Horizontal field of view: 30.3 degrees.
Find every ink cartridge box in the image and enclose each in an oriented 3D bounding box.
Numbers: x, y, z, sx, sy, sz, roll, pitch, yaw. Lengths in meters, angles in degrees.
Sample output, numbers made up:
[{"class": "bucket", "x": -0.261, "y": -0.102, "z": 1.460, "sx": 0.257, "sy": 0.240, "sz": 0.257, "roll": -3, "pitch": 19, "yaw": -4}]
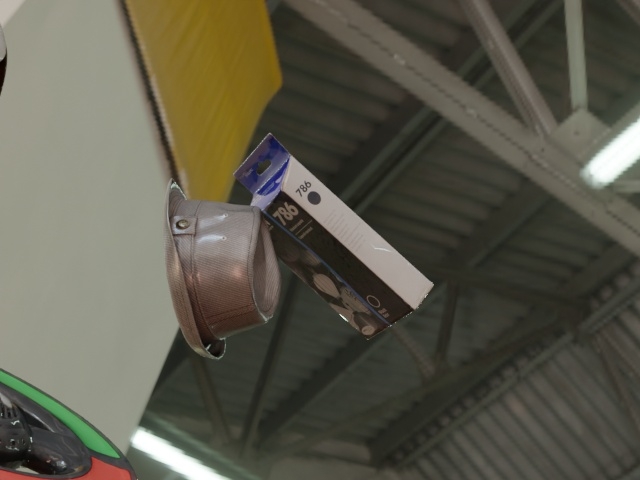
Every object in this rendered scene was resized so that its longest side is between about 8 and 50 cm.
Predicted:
[{"class": "ink cartridge box", "x": 0.000, "y": 0.000, "z": 1.770, "sx": 0.333, "sy": 0.065, "sz": 0.165, "roll": 43, "pitch": -31, "yaw": -3}]

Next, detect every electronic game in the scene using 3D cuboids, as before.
[{"class": "electronic game", "x": -0.209, "y": 0.101, "z": 0.677, "sx": 0.229, "sy": 0.229, "sz": 0.048, "roll": 27, "pitch": -88, "yaw": -9}]

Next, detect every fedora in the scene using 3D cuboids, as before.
[{"class": "fedora", "x": -0.128, "y": 0.029, "z": 1.635, "sx": 0.124, "sy": 0.275, "sz": 0.243, "roll": -12, "pitch": -58, "yaw": 7}]

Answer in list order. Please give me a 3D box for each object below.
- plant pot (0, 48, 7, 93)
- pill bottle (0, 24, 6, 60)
[{"class": "plant pot", "x": -0.604, "y": -0.235, "z": 1.699, "sx": 0.230, "sy": 0.215, "sz": 0.215, "roll": 21, "pitch": -49, "yaw": 0}, {"class": "pill bottle", "x": -0.562, "y": -0.215, "z": 1.426, "sx": 0.334, "sy": 0.188, "sz": 0.188, "roll": -22, "pitch": -57, "yaw": 7}]
